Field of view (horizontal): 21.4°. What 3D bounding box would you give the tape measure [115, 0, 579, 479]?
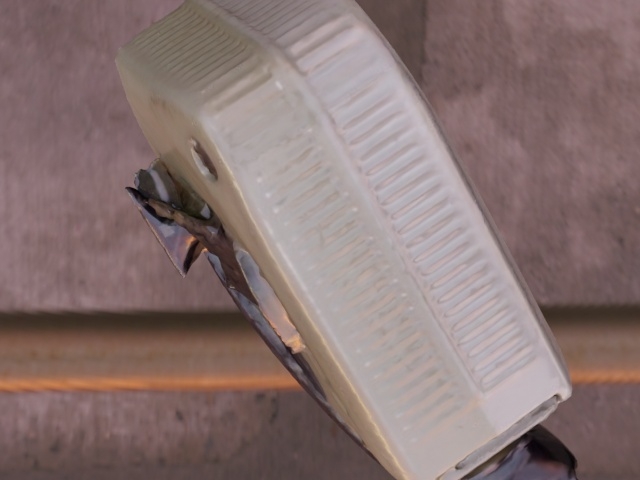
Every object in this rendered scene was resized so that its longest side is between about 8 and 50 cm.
[{"bbox_3d":[0.000,0.000,0.862,0.133,0.231,0.271,-36,115,-7],"label":"tape measure"}]
